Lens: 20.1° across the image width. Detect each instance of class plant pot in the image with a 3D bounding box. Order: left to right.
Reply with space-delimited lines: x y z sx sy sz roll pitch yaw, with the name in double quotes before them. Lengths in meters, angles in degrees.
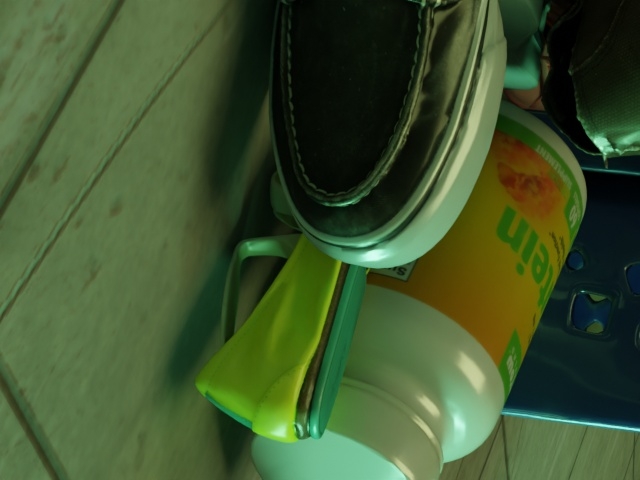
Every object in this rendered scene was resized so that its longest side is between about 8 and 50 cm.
"plant pot" 0.188 0.020 1.298 0.236 0.236 0.212 4 93 -72

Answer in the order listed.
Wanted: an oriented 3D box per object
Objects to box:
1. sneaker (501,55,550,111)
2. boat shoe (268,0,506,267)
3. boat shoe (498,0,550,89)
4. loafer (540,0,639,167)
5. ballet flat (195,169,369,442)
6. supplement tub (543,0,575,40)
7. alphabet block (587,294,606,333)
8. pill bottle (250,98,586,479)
"sneaker" 0.202 -0.123 1.368 0.070 0.134 0.051 142 -50 -59
"boat shoe" 0.021 -0.157 0.860 0.119 0.121 0.335 15 80 -64
"boat shoe" 0.103 -0.161 1.104 0.267 0.096 0.088 31 71 -73
"loafer" 0.191 -0.128 1.128 0.134 0.130 0.366 64 8 -5
"ballet flat" 0.000 0.000 0.941 0.077 0.077 0.231 83 26 -53
"supplement tub" 0.219 -0.191 1.409 0.198 0.106 0.106 47 60 -70
"alphabet block" 0.256 -0.017 1.527 0.193 0.192 0.197 -24 126 -70
"pill bottle" 0.054 0.042 1.040 0.136 0.136 0.245 83 28 -49
